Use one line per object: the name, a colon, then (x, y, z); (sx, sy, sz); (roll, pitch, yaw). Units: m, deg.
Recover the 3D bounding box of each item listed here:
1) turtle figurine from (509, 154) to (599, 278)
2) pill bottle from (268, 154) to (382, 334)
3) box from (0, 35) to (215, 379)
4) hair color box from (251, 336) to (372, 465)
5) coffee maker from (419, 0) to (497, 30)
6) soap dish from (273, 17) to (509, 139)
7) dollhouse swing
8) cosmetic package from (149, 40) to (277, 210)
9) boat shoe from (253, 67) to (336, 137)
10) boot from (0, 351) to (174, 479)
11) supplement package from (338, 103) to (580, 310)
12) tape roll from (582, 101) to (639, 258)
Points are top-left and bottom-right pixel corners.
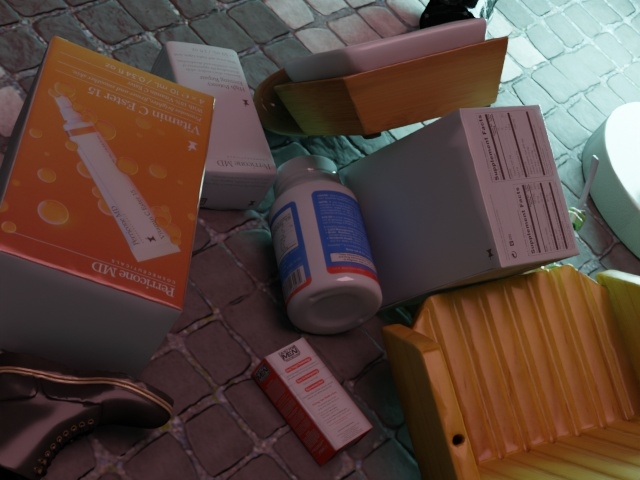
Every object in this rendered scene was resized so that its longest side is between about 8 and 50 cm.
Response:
turtle figurine: (0.355, 0.039, 1.702); (0.275, 0.198, 0.266); (-12, 66, -36)
pill bottle: (0.000, 0.000, 1.556); (0.124, 0.124, 0.221); (9, 50, -27)
box: (-0.265, -0.037, 1.383); (0.215, 0.168, 0.345); (20, 45, -18)
hair color box: (-0.010, 0.192, 1.440); (0.072, 0.043, 0.141); (-23, 69, -43)
coffee maker: (0.240, -0.396, 2.026); (0.120, 0.171, 0.178); (18, 42, 4)
soap dish: (0.090, -0.212, 1.597); (0.229, 0.291, 0.118); (-16, 100, -17)
dollhouse swing: (0.306, 0.166, 1.389); (0.347, 0.305, 0.315); (-12, 79, -18)
cosmetic package: (-0.150, -0.156, 1.626); (0.117, 0.085, 0.231); (1, 52, -32)
boat shoe: (0.057, -0.215, 1.794); (0.342, 0.123, 0.123); (-18, 81, -19)
boot: (-0.261, 0.206, 1.253); (0.198, 0.077, 0.137); (11, 51, -7)
supplement package: (0.173, -0.039, 1.561); (0.145, 0.262, 0.204); (-8, 80, -37)
tape roll: (0.632, -0.075, 2.073); (0.392, 0.072, 0.392); (18, 45, -19)
